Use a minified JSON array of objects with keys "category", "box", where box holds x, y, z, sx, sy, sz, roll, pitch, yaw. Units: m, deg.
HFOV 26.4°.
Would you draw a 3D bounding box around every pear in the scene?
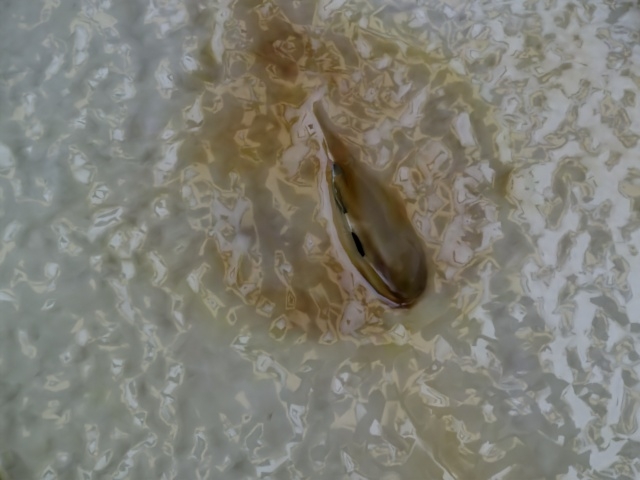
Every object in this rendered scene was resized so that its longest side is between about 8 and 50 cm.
[{"category":"pear","box":[0.000,0.000,0.613,0.191,0.340,0.386,97,-25,-71]}]
